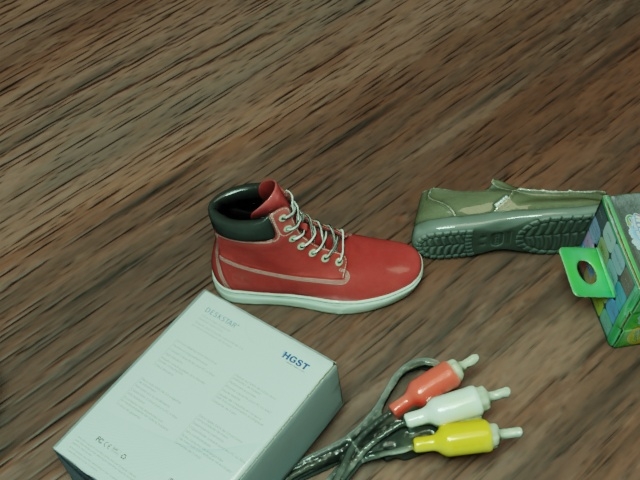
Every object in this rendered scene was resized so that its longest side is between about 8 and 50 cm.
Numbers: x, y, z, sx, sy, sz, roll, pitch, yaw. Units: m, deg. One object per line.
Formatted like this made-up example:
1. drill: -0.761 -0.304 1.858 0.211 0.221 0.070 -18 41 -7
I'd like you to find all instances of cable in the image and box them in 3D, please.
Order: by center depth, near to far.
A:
1. cable: 0.056 0.198 1.055 0.287 0.072 0.139 -18 53 -14

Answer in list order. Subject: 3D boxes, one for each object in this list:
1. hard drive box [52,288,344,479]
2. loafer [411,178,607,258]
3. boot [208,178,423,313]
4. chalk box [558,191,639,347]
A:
1. hard drive box: -0.117 0.187 1.028 0.181 0.089 0.232 27 59 28
2. loafer: 0.230 -0.039 1.209 0.251 0.094 0.087 -3 60 -4
3. boot: 0.000 0.000 1.126 0.244 0.176 0.088 0 54 -4
4. chalk box: 0.375 0.030 1.147 0.213 0.132 0.132 -7 57 -6
